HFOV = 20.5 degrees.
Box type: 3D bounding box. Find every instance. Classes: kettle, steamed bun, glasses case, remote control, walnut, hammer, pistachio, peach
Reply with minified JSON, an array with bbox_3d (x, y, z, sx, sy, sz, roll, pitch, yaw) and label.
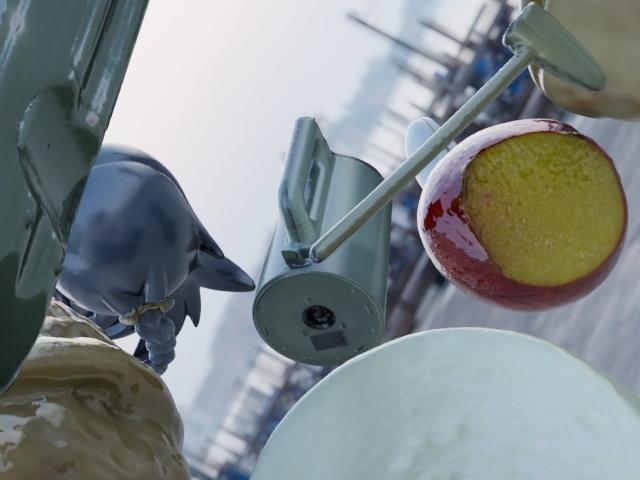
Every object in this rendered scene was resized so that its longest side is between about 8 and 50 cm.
[{"bbox_3d":[-0.003,0.004,1.341,0.098,0.127,0.148,-40,26,35],"label":"kettle"},{"bbox_3d":[0.158,0.288,0.959,0.371,0.290,0.455,36,-139,-54],"label":"steamed bun"},{"bbox_3d":[0.162,-0.073,2.196,0.049,0.197,0.076,-17,-38,-23],"label":"glasses case"},{"bbox_3d":[-0.133,-0.092,0.872,0.128,0.066,0.335,73,-153,-57],"label":"remote control"},{"bbox_3d":[-0.237,0.161,1.236,0.285,0.296,0.285,-22,-33,-15],"label":"walnut"},{"bbox_3d":[0.070,-0.044,0.912,0.195,0.060,0.028,-44,-7,-20],"label":"hammer"},{"bbox_3d":[0.275,-0.245,1.493,0.238,0.229,0.321,-20,-41,-35],"label":"pistachio"},{"bbox_3d":[0.188,-0.025,1.628,0.190,0.190,0.192,-62,-19,4],"label":"peach"}]

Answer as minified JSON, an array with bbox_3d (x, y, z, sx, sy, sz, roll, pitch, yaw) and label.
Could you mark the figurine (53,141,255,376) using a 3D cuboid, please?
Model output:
[{"bbox_3d":[-0.189,0.020,1.739,0.175,0.197,0.265,-54,-42,-14],"label":"figurine"}]
